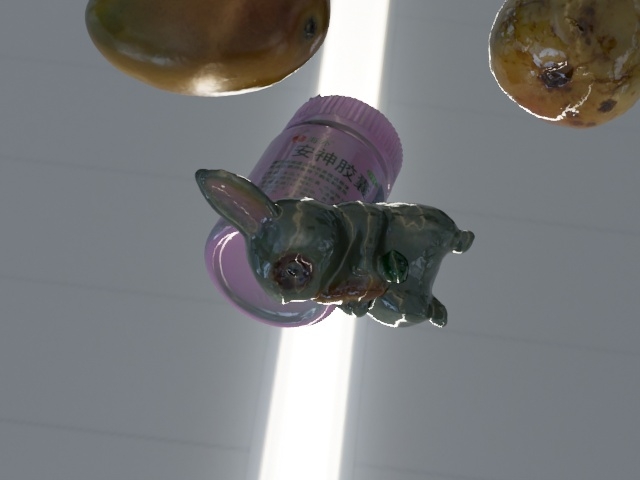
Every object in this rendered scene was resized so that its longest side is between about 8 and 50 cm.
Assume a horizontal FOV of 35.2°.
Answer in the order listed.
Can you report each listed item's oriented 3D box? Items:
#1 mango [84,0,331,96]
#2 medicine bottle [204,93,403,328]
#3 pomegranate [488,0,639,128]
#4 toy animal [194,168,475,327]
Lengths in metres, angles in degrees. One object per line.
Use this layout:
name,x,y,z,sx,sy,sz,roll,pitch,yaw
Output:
mango,-0.115,-0.226,1.044,0.255,0.139,0.175,-12,-137,0
medicine bottle,-0.012,-0.043,1.286,0.178,0.178,0.290,19,-137,10
pomegranate,0.327,-0.256,1.309,0.215,0.215,0.215,2,-127,-3
toy animal,0.003,0.010,0.843,0.236,0.138,0.108,9,-89,-16
